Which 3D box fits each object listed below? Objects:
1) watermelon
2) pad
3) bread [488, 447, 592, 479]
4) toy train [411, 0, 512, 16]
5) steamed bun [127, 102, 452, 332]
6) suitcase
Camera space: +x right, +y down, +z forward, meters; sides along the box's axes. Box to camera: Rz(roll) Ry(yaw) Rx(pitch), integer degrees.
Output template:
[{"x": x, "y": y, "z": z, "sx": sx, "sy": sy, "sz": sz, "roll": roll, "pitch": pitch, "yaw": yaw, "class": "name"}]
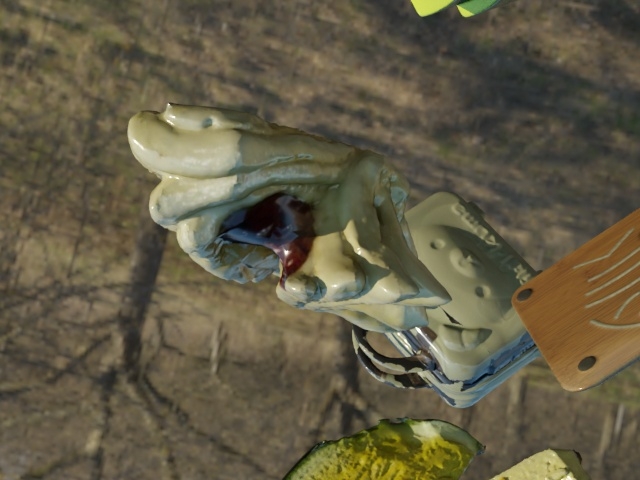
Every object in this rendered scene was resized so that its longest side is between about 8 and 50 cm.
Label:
[{"x": 0.028, "y": 0.268, "z": 1.092, "sx": 0.129, "sy": 0.301, "sz": 0.123, "roll": 21, "pitch": 138, "yaw": 40, "class": "watermelon"}, {"x": 0.390, "y": 0.053, "z": 1.452, "sx": 0.018, "sy": 0.286, "sz": 0.284, "roll": 51, "pitch": -171, "yaw": -22, "class": "pad"}, {"x": 0.297, "y": 0.427, "z": 1.462, "sx": 0.236, "sy": 0.263, "sz": 0.198, "roll": -35, "pitch": 146, "yaw": 10, "class": "bread"}, {"x": 0.272, "y": -0.527, "z": 1.965, "sx": 0.442, "sy": 0.272, "sz": 0.179, "roll": -27, "pitch": 178, "yaw": -40, "class": "toy train"}, {"x": 0.000, "y": 0.000, "z": 1.119, "sx": 0.247, "sy": 0.189, "sz": 0.428, "roll": -8, "pitch": 169, "yaw": 13, "class": "steamed bun"}, {"x": 0.210, "y": 0.113, "z": 2.030, "sx": 0.351, "sy": 0.339, "sz": 0.194, "roll": 48, "pitch": 159, "yaw": 25, "class": "suitcase"}]
